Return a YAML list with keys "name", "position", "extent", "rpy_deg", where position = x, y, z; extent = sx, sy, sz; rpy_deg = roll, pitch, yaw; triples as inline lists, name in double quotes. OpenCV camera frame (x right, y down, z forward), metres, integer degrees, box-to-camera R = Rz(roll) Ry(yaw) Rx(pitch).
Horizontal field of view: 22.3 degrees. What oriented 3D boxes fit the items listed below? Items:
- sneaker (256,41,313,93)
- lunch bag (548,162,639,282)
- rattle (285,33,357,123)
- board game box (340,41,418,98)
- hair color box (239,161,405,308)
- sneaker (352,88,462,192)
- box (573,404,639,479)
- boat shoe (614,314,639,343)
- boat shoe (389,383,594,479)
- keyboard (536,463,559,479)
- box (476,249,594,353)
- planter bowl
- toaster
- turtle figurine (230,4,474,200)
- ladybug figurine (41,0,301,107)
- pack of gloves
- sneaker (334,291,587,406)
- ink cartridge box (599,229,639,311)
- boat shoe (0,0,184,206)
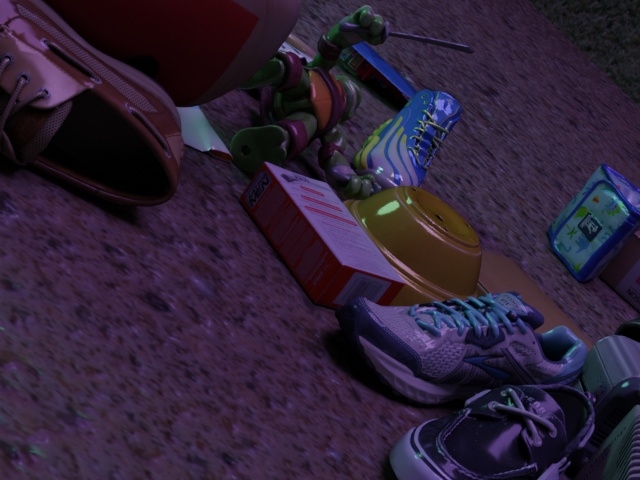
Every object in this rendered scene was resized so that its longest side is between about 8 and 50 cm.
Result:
- name: "sneaker"
  position: [-0.068, -0.224, 1.981]
  extent: [0.234, 0.078, 0.106]
  rpy_deg: [30, 21, -14]
- name: "lunch bag"
  position: [0.387, -0.019, 2.244]
  extent: [0.096, 0.129, 0.151]
  rpy_deg: [33, 20, -13]
- name: "rattle"
  position: [0.000, -0.266, 2.130]
  extent: [0.199, 0.143, 0.130]
  rpy_deg: [38, -2, 24]
- name: "board game box"
  position: [0.081, -0.247, 2.399]
  extent: [0.168, 0.033, 0.133]
  rpy_deg: [43, 13, 2]
- name: "hair color box"
  position: [0.000, 0.000, 1.593]
  extent: [0.093, 0.053, 0.167]
  rpy_deg: [18, 27, -44]
- name: "sneaker"
  position: [0.110, -0.128, 1.997]
  extent: [0.091, 0.126, 0.240]
  rpy_deg: [35, 17, -7]
- name: "box"
  position: [0.273, 0.247, 1.400]
  extent: [0.094, 0.113, 0.275]
  rpy_deg: [37, 16, 2]
- name: "boat shoe"
  position: [0.464, 0.208, 1.869]
  extent: [0.130, 0.132, 0.355]
  rpy_deg: [6, 26, -41]
- name: "boat shoe"
  position: [0.160, 0.171, 1.386]
  extent: [0.108, 0.102, 0.301]
  rpy_deg: [45, 19, 23]
- name: "keyboard"
  position: [0.150, 0.240, 1.245]
  extent: [0.256, 0.014, 0.072]
  rpy_deg: [-22, 103, -66]
- name: "box"
  position: [0.236, 0.080, 1.890]
  extent: [0.164, 0.021, 0.201]
  rpy_deg: [14, 29, -51]
- name: "planter bowl"
  position: [0.103, 0.005, 1.713]
  extent: [0.217, 0.090, 0.217]
  rpy_deg: [33, 18, -12]
- name: "toaster"
  position: [0.340, 0.193, 1.631]
  extent: [0.227, 0.129, 0.146]
  rpy_deg: [30, 17, -16]
- name: "turtle figurine"
  position: [0.029, -0.151, 1.781]
  extent: [0.274, 0.198, 0.266]
  rpy_deg: [35, 22, 22]
- name: "ladybug figurine"
  position: [-0.227, -0.239, 1.502]
  extent: [0.449, 0.162, 0.305]
  rpy_deg: [17, -2, -33]
- name: "pack of gloves"
  position: [-0.197, -0.191, 1.712]
  extent: [0.195, 0.046, 0.232]
  rpy_deg: [23, 23, -40]
- name: "sneaker"
  position: [0.135, 0.088, 1.512]
  extent: [0.283, 0.122, 0.110]
  rpy_deg: [22, 23, -39]
- name: "ink cartridge box"
  position: [0.532, 0.087, 2.321]
  extent: [0.234, 0.088, 0.193]
  rpy_deg: [44, 20, 18]
- name: "boat shoe"
  position: [-0.241, -0.125, 1.348]
  extent: [0.324, 0.122, 0.120]
  rpy_deg: [25, 25, -32]
